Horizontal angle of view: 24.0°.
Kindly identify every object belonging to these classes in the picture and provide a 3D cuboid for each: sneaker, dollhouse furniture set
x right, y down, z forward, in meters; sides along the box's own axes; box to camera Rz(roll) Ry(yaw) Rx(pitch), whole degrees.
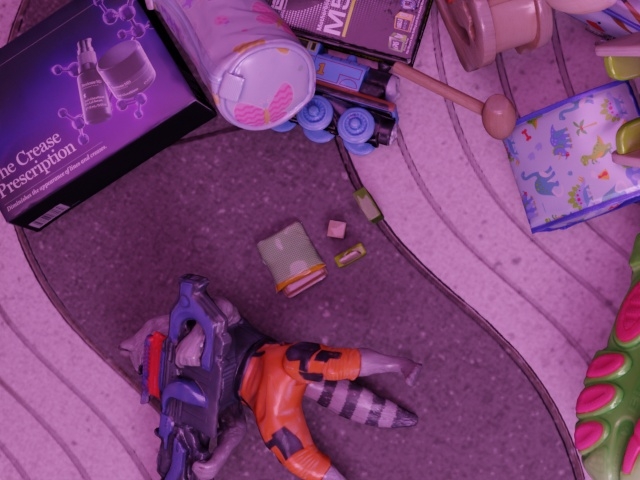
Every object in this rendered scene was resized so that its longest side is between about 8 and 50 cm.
[{"bbox_3d":[0.429,0.072,1.583,0.185,0.202,0.483,16,72,52],"label":"sneaker"},{"bbox_3d":[0.000,0.000,1.700,0.151,0.058,0.076,-30,81,6],"label":"dollhouse furniture set"}]

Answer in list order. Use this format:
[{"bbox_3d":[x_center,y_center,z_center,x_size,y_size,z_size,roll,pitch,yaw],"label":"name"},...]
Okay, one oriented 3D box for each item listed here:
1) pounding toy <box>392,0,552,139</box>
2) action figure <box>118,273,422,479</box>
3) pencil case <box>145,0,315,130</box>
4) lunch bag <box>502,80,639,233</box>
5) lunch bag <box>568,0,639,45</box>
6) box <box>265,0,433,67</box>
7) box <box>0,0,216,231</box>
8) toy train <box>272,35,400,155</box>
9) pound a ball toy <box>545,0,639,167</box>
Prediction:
[{"bbox_3d":[0.145,-0.247,1.591,0.154,0.154,0.270,-19,73,-5],"label":"pounding toy"},{"bbox_3d":[-0.077,0.193,1.679,0.330,0.178,0.341,25,119,16],"label":"action figure"},{"bbox_3d":[-0.108,-0.236,1.650,0.113,0.124,0.273,-54,46,21],"label":"pencil case"},{"bbox_3d":[0.288,-0.091,1.624,0.151,0.096,0.129,-24,81,38],"label":"lunch bag"},{"bbox_3d":[0.358,-0.359,1.644,0.243,0.115,0.303,26,91,5],"label":"lunch bag"},{"bbox_3d":[0.044,-0.309,1.726,0.184,0.045,0.191,17,87,8],"label":"box"},{"bbox_3d":[-0.283,-0.159,1.742,0.261,0.103,0.184,-33,78,6],"label":"box"},{"bbox_3d":[0.007,-0.166,1.705,0.184,0.080,0.105,17,82,11],"label":"toy train"},{"bbox_3d":[0.398,-0.200,1.510,0.319,0.135,0.208,-19,106,-26],"label":"pound a ball toy"}]
